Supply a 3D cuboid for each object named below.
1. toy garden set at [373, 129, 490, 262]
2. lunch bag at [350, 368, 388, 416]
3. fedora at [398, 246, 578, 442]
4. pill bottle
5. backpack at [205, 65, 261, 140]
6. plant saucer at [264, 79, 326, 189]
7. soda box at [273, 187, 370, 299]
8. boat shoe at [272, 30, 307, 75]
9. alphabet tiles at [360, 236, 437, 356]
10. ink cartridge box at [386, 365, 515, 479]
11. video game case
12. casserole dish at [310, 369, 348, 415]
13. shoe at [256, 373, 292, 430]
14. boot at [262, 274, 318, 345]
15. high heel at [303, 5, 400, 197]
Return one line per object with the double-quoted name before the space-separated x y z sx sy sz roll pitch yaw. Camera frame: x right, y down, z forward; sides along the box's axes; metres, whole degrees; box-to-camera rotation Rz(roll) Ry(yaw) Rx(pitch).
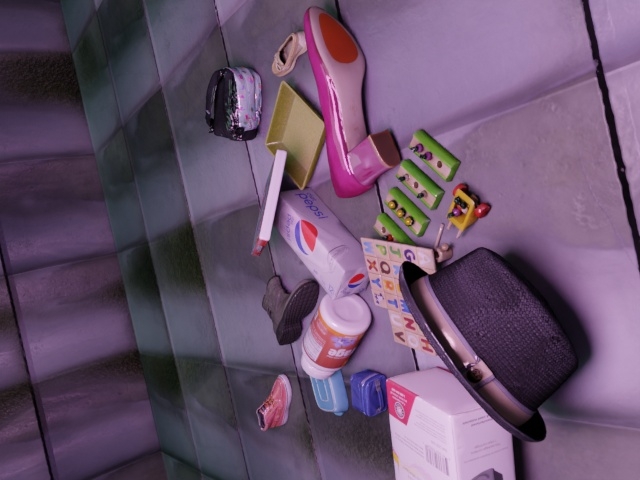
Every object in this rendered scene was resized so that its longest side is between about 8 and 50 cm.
"toy garden set" 0.191 -0.047 1.076 0.204 0.049 0.244 51 137 33
"lunch bag" 0.113 0.347 1.297 0.065 0.067 0.099 10 110 54
"fedora" 0.274 0.130 0.886 0.152 0.334 0.334 -40 63 16
"pill bottle" 0.027 0.225 1.332 0.121 0.121 0.216 53 139 30
"backpack" -0.221 -0.360 1.502 0.151 0.115 0.182 18 115 38
"plant saucer" -0.050 -0.249 1.355 0.188 0.045 0.188 51 138 31
"soda box" 0.000 0.000 1.320 0.286 0.098 0.091 51 137 34
"boat shoe" -0.079 -0.432 1.334 0.153 0.048 0.056 -24 81 55
"alphabet tiles" 0.169 0.114 1.156 0.198 0.009 0.237 11 120 52
"ink cartridge box" 0.236 0.412 1.048 0.226 0.131 0.307 -171 72 -67
"video game case" -0.126 -0.079 1.373 0.285 0.025 0.204 139 143 -77
"casserole dish" 0.013 0.360 1.471 0.114 0.037 0.189 -17 86 55
"shoe" -0.136 0.476 1.678 0.063 0.081 0.178 35 127 44
"boot" -0.097 0.150 1.525 0.161 0.083 0.247 58 140 34
"high heel" 0.018 -0.275 1.177 0.181 0.127 0.378 -30 77 50
